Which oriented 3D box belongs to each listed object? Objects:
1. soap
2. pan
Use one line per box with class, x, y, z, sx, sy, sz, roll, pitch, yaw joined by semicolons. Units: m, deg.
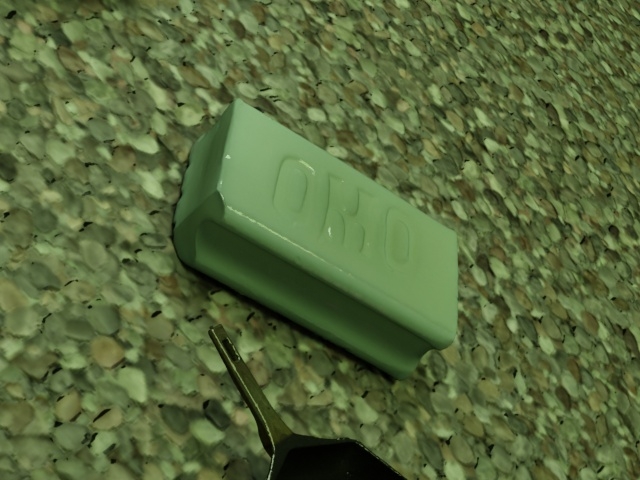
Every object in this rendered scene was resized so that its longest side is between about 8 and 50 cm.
soap;0.000;0.000;0.812;0.198;0.066;0.119;30;38;-21
pan;-0.001;0.150;0.688;0.128;0.048;0.202;6;55;-43
